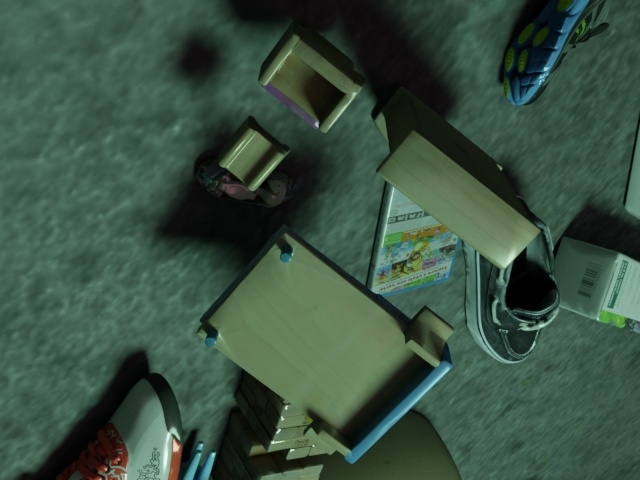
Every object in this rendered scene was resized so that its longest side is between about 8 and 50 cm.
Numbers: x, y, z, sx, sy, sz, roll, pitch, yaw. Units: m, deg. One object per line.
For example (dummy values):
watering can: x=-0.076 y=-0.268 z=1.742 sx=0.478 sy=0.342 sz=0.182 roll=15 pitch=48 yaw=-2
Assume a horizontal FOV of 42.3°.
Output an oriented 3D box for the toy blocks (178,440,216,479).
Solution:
toy blocks: x=-0.133 y=0.314 z=0.937 sx=0.054 sy=0.123 sz=0.148 roll=-8 pitch=127 yaw=-52

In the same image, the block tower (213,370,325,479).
block tower: x=-0.048 y=0.221 z=0.953 sx=0.091 sy=0.097 sz=0.335 roll=-1 pitch=123 yaw=-35

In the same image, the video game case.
video game case: x=0.116 y=-0.014 z=0.953 sx=0.119 sy=0.015 sz=0.166 roll=-12 pitch=126 yaw=-30

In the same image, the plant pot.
plant pot: x=0.095 y=0.398 z=1.111 sx=0.284 sy=0.191 sz=0.284 roll=-19 pitch=130 yaw=-24

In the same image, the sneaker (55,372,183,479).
sneaker: x=-0.238 y=0.259 z=0.844 sx=0.145 sy=0.090 sz=0.270 roll=-2 pitch=124 yaw=-37

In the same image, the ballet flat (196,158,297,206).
ballet flat: x=-0.063 y=-0.048 z=0.784 sx=0.114 sy=0.041 sz=0.041 roll=10 pitch=114 yaw=-40

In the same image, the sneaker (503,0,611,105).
sneaker: x=0.262 y=-0.221 z=0.871 sx=0.078 sy=0.067 sz=0.188 roll=24 pitch=102 yaw=-37

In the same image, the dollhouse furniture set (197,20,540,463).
dollhouse furniture set: x=0.000 y=0.000 z=0.783 sx=0.286 sy=0.198 sz=0.303 roll=37 pitch=107 yaw=-11

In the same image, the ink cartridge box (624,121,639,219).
ink cartridge box: x=0.575 y=-0.118 z=1.075 sx=0.270 sy=0.197 sz=0.198 roll=-22 pitch=131 yaw=-21

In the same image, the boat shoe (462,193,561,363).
boat shoe: x=0.254 y=0.068 z=1.047 sx=0.108 sy=0.102 sz=0.301 roll=-28 pitch=133 yaw=-16

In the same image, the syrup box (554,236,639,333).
syrup box: x=0.423 y=0.072 z=1.163 sx=0.237 sy=0.096 sz=0.093 roll=17 pitch=94 yaw=-41
